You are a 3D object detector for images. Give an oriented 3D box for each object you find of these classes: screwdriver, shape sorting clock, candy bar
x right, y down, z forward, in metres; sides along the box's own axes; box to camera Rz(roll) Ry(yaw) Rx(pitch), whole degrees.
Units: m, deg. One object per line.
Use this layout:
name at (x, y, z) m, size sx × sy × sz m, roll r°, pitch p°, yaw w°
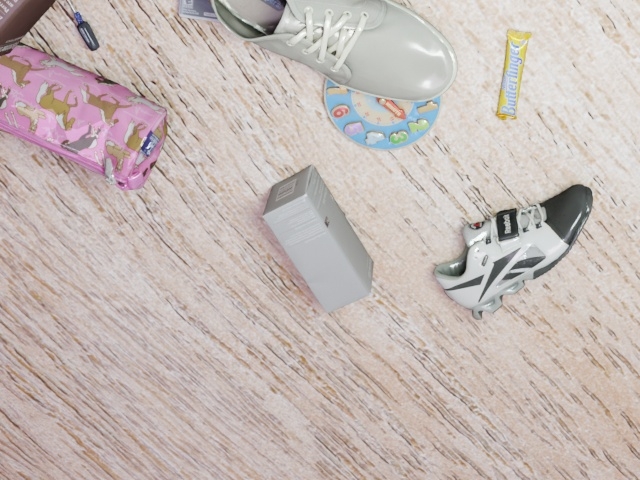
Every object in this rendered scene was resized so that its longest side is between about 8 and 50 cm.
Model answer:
screwdriver at (-0.424, -0.402, 1.704) m, size 0.025 × 0.024 × 0.170 m, roll -1°, pitch 123°, yaw 42°
shape sorting clock at (0.107, -0.247, 1.718) m, size 0.206 × 0.040 × 0.206 m, roll 3°, pitch 120°, yaw 5°
candy bar at (0.325, -0.278, 1.687) m, size 0.040 × 0.018 × 0.161 m, roll 6°, pitch 120°, yaw 4°

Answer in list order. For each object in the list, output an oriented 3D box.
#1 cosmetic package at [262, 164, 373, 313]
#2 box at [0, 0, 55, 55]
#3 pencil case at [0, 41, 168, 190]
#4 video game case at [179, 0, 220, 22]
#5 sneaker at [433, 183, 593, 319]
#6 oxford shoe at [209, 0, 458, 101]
cosmetic package at (0.000, 0.000, 1.826) m, size 0.107 × 0.127 × 0.238 m, roll -27°, pitch 115°, yaw 20°
box at (-0.433, -0.456, 1.521) m, size 0.381 × 0.191 × 0.143 m, roll -43°, pitch 101°, yaw 12°
pencil case at (-0.458, -0.228, 1.722) m, size 0.386 × 0.167 × 0.160 m, roll 25°, pitch 108°, yaw -4°
video game case at (-0.136, -0.440, 1.646) m, size 0.190 × 0.022 × 0.173 m, roll 9°, pitch 120°, yaw 2°
sneaker at (0.337, 0.001, 1.786) m, size 0.146 × 0.122 × 0.330 m, roll 36°, pitch 117°, yaw -16°
oxford shoe at (0.009, -0.336, 1.597) m, size 0.449 × 0.130 × 0.169 m, roll 25°, pitch 116°, yaw -7°
